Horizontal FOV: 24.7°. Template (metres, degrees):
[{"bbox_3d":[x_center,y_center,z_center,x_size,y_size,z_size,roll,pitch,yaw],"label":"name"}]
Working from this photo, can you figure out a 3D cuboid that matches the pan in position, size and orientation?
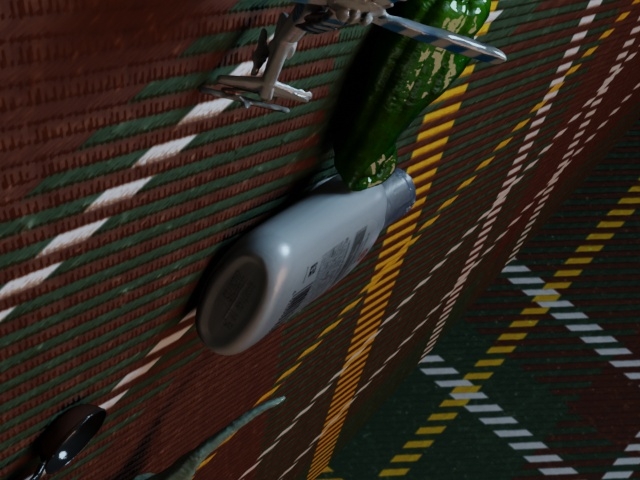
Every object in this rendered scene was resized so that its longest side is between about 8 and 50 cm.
[{"bbox_3d":[-0.215,0.167,1.161,0.115,0.023,0.068,-42,167,-48],"label":"pan"}]

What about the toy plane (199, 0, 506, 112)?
[{"bbox_3d":[0.016,-0.146,0.803,0.273,0.182,0.107,82,17,-76],"label":"toy plane"}]

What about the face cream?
[{"bbox_3d":[0.000,0.000,1.331,0.291,0.071,0.144,-35,162,-50],"label":"face cream"}]

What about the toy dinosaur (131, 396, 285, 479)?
[{"bbox_3d":[-0.182,0.281,1.489,0.393,0.092,0.205,-53,167,11],"label":"toy dinosaur"}]

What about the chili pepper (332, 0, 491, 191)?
[{"bbox_3d":[0.069,-0.133,1.192,0.100,0.074,0.257,-43,172,-44],"label":"chili pepper"}]
